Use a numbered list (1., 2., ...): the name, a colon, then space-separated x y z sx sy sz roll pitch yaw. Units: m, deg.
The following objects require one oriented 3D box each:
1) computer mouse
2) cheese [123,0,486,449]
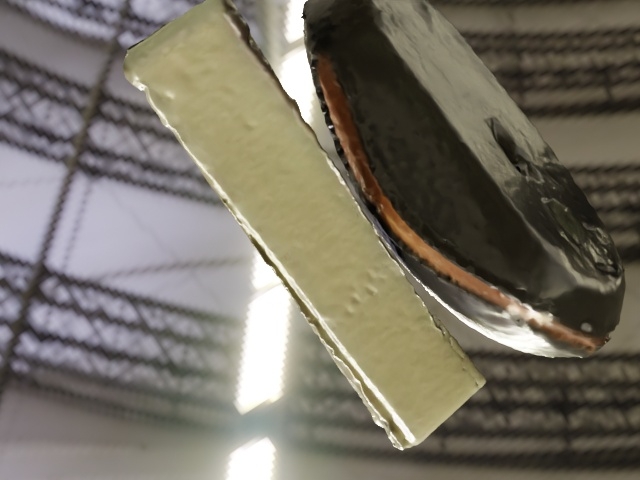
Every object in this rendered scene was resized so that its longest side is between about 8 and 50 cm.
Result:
1. computer mouse: 0.088 -0.045 1.381 0.116 0.323 0.183 -39 172 20
2. cheese: -0.002 0.000 1.308 0.085 0.400 0.034 -37 -143 -2
